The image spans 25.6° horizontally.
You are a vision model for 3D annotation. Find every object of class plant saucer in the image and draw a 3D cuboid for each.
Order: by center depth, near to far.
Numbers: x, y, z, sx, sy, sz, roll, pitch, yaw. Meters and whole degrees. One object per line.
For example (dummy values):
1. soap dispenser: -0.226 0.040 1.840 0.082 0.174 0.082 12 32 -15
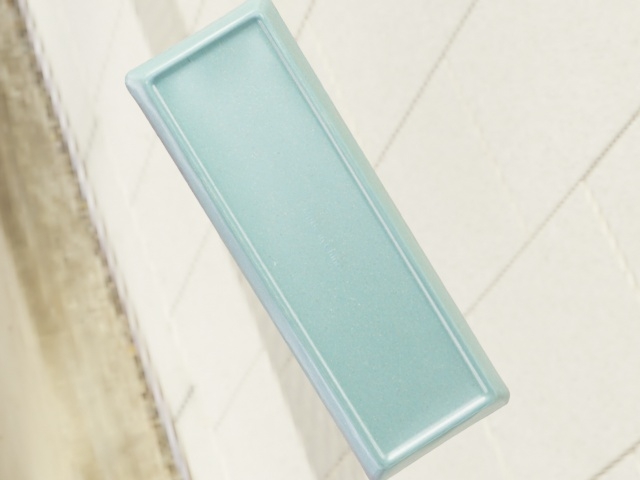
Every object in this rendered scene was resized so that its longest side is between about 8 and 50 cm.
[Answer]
1. plant saucer: 0.000 0.000 0.554 0.192 0.067 0.018 58 177 -4
